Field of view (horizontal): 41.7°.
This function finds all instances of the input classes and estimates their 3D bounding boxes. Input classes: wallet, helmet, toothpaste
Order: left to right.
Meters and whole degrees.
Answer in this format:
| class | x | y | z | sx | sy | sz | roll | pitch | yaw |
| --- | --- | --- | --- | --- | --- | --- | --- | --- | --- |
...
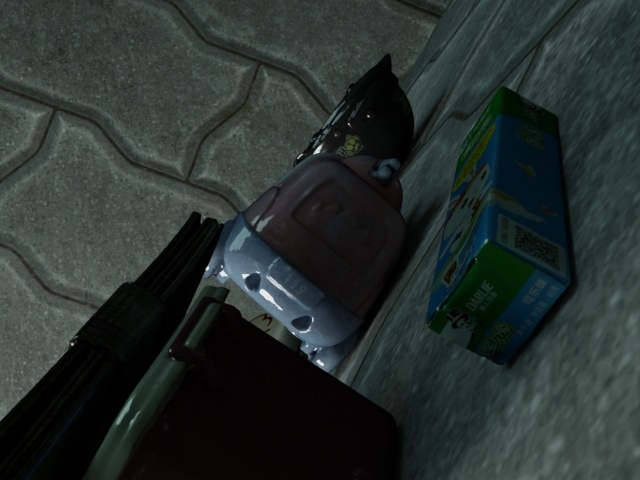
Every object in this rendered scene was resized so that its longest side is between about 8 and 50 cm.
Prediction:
| class | x | y | z | sx | sy | sz | roll | pitch | yaw |
| --- | --- | --- | --- | --- | --- | --- | --- | --- | --- |
| wallet | -0.151 | 0.111 | 0.550 | 0.169 | 0.044 | 0.317 | -62 | 0 | 29 |
| helmet | 0.081 | -0.181 | 1.495 | 0.279 | 0.160 | 0.230 | -44 | 10 | 32 |
| toothpaste | 0.116 | -0.024 | 0.536 | 0.065 | 0.050 | 0.266 | -61 | 2 | 30 |

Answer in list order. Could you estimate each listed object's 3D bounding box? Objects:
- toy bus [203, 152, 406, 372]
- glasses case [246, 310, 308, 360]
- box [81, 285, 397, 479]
| class | x | y | z | sx | sy | sz | roll | pitch | yaw |
| --- | --- | --- | --- | --- | --- | --- | --- | --- | --- |
| toy bus | 0.000 | 0.000 | 0.991 | 0.231 | 0.197 | 0.294 | -50 | 2 | 0 |
| glasses case | -0.097 | 0.205 | 1.067 | 0.144 | 0.076 | 0.336 | -28 | 18 | 24 |
| box | -0.081 | 0.198 | 0.542 | 0.294 | 0.168 | 0.193 | -59 | 2 | 20 |
